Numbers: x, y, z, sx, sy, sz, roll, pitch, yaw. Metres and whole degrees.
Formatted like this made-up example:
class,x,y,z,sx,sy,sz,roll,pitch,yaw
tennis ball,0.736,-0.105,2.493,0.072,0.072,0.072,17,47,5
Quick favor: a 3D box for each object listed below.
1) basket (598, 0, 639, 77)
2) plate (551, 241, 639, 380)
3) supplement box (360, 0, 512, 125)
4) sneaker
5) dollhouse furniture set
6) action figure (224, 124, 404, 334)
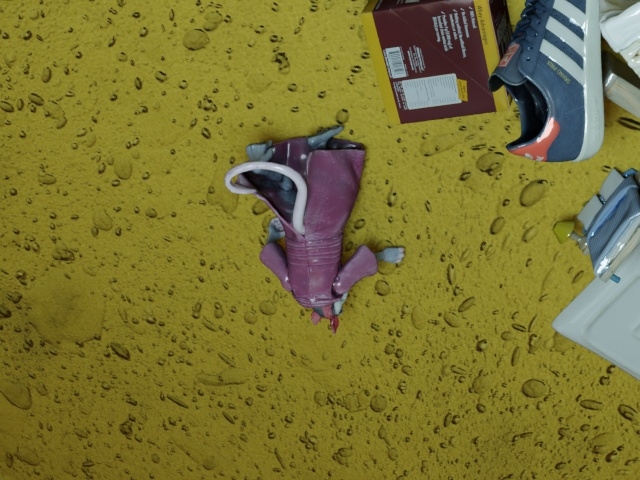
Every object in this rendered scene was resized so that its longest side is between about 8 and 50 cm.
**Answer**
class,x,y,z,sx,sy,sz,roll,pitch,yaw
basket,0.563,-0.325,1.338,0.328,0.331,0.266,-31,111,33
plate,0.591,0.145,1.825,0.278,0.045,0.277,31,127,-4
supplement box,0.189,-0.300,1.608,0.194,0.129,0.191,-5,121,22
sneaker,0.311,-0.283,1.493,0.148,0.131,0.350,-6,90,-11
dollhouse furniture set,0.429,-0.081,1.575,0.198,0.286,0.303,31,116,-3
action figure,0.000,0.000,1.806,0.248,0.276,0.370,-3,108,14
